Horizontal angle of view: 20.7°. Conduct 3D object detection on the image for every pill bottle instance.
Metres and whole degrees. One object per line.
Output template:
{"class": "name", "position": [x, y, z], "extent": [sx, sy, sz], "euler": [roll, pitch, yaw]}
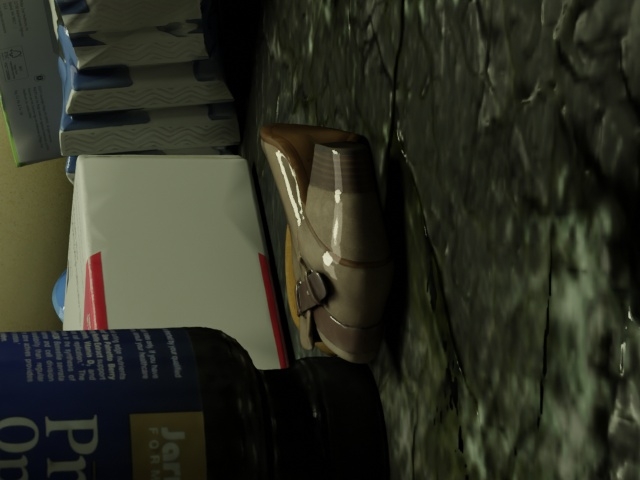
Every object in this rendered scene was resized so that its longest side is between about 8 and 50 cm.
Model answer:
{"class": "pill bottle", "position": [-0.090, 0.096, 0.707], "extent": [0.123, 0.219, 0.122], "euler": [179, 90, -78]}

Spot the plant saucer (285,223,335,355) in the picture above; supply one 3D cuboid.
{"class": "plant saucer", "position": [-0.003, 0.010, 0.779], "extent": [0.083, 0.015, 0.083], "euler": [179, 90, -77]}

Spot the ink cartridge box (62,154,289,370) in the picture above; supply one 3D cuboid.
{"class": "ink cartridge box", "position": [-0.089, 0.095, 0.972], "extent": [0.172, 0.100, 0.237], "euler": [-102, 17, -44]}

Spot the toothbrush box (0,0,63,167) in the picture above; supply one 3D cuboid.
{"class": "toothbrush box", "position": [-0.194, -0.229, 1.241], "extent": [0.206, 0.122, 0.283], "euler": [90, 165, -55]}

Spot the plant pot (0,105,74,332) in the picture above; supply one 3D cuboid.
{"class": "plant pot", "position": [-0.277, 0.018, 1.567], "extent": [0.256, 0.257, 0.274], "euler": [136, 148, -73]}

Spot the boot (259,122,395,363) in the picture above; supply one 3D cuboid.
{"class": "boot", "position": [0.000, 0.000, 0.709], "extent": [0.118, 0.042, 0.087], "euler": [-140, 48, -74]}

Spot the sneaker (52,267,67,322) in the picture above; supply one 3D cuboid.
{"class": "sneaker", "position": [-0.109, -0.023, 1.133], "extent": [0.090, 0.081, 0.232], "euler": [-43, 23, 25]}

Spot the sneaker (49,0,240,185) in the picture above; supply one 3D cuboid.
{"class": "sneaker", "position": [-0.105, -0.184, 0.966], "extent": [0.315, 0.127, 0.182], "euler": [101, 161, -48]}
